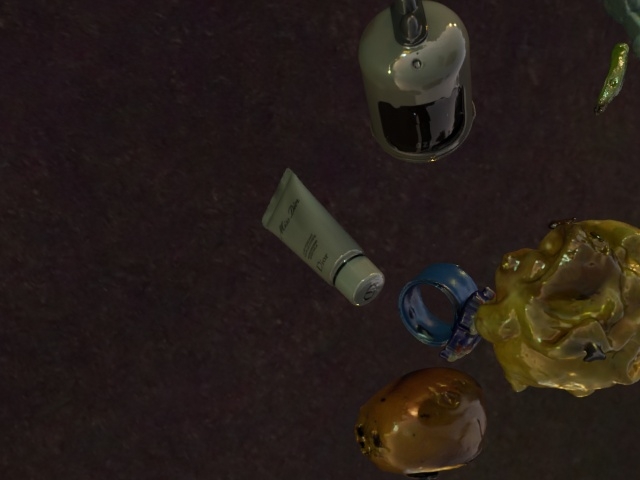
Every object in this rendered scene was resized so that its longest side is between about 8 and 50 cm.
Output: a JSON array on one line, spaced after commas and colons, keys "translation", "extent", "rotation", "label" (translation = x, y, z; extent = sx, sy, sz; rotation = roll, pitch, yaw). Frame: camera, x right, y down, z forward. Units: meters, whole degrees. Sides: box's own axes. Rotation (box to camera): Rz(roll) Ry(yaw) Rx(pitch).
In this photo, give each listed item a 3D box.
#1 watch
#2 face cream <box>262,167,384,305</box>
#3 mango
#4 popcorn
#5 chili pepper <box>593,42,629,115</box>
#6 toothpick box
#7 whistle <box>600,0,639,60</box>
[{"translation": [0.278, 0.145, 1.524], "extent": [0.171, 0.200, 0.196], "rotation": [-21, 135, -53], "label": "watch"}, {"translation": [0.000, 0.000, 1.345], "extent": [0.089, 0.314, 0.143], "rotation": [-4, 130, -45], "label": "face cream"}, {"translation": [0.198, 0.345, 1.312], "extent": [0.287, 0.201, 0.153], "rotation": [-11, 133, -38], "label": "mango"}, {"translation": [0.412, 0.123, 1.152], "extent": [0.297, 0.281, 0.316], "rotation": [-3, 112, 0], "label": "popcorn"}, {"translation": [0.664, -0.371, 1.559], "extent": [0.052, 0.050, 0.202], "rotation": [48, 58, -41], "label": "chili pepper"}, {"translation": [0.181, -0.322, 1.308], "extent": [0.229, 0.229, 0.316], "rotation": [-49, 154, -13], "label": "toothpick box"}, {"translation": [0.384, -0.331, 0.854], "extent": [0.093, 0.269, 0.180], "rotation": [-33, 177, 4], "label": "whistle"}]
